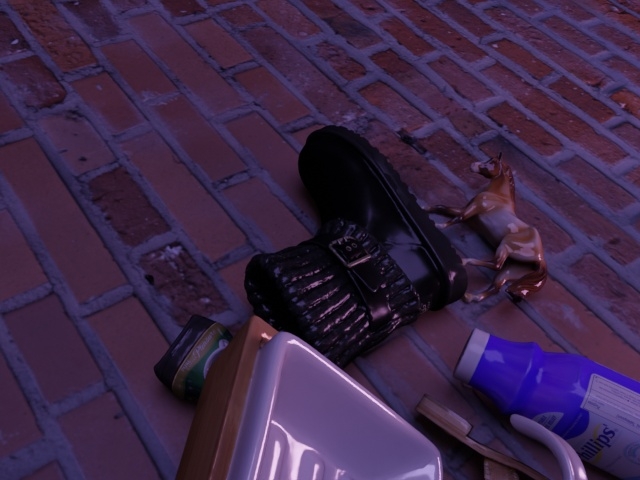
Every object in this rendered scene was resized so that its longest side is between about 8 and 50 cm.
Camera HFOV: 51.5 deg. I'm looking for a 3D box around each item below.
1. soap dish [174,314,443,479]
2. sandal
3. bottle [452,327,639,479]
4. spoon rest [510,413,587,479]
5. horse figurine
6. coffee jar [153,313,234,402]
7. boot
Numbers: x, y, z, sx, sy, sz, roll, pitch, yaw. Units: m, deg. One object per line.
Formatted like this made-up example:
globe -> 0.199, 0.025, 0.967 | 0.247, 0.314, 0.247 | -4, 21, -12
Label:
soap dish -> -0.007, 0.240, 0.597 | 0.118, 0.291, 0.229 | -22, 40, 33
sandal -> 0.195, 0.270, 0.732 | 0.240, 0.088, 0.079 | 31, 83, 26
bottle -> 0.296, 0.191, 0.769 | 0.282, 0.118, 0.092 | 25, 51, 12
spoon rest -> 0.184, 0.307, 0.612 | 0.084, 0.137, 0.276 | 1, 65, 49
horse figurine -> 0.252, -0.008, 0.972 | 0.174, 0.066, 0.263 | -16, 51, -14
coffee jar -> -0.093, 0.163, 0.758 | 0.184, 0.079, 0.096 | 28, 64, 15
boot -> 0.001, -0.002, 0.883 | 0.260, 0.131, 0.348 | -23, 57, -25
